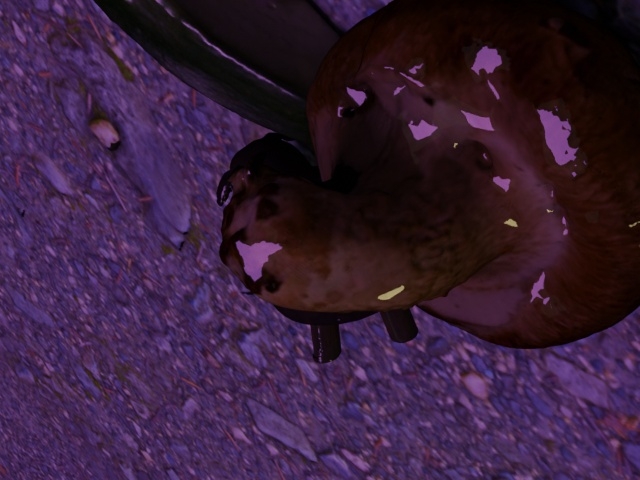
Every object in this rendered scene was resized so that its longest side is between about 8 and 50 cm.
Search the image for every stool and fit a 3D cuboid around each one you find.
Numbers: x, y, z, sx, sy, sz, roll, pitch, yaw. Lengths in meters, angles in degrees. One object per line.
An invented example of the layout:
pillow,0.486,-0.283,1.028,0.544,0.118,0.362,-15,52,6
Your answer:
stool,0.000,0.000,1.421,0.217,0.125,0.121,38,155,46

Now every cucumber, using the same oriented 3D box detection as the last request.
cucumber,-0.089,-0.165,1.372,0.325,0.105,0.145,42,153,11

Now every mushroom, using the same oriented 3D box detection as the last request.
mushroom,0.085,-0.025,1.177,0.267,0.254,0.267,45,-179,-1
